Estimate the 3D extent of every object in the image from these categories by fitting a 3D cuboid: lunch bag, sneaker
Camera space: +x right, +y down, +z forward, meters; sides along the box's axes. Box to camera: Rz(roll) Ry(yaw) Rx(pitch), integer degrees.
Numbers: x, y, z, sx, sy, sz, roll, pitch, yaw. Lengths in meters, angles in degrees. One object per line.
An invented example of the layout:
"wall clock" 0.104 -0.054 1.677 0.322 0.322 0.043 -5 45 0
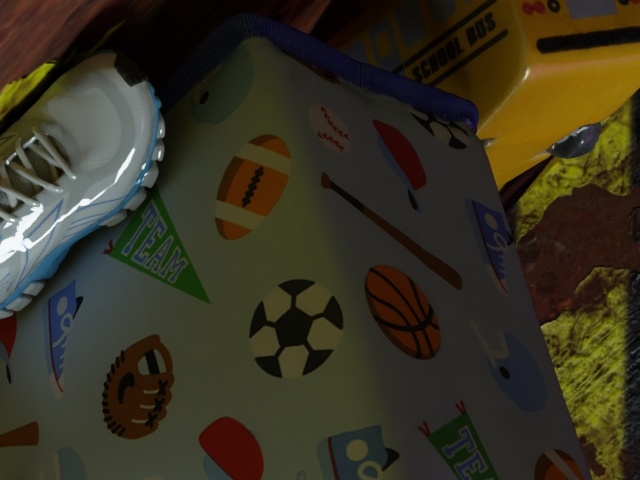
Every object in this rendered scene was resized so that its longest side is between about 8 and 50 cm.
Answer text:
"lunch bag" -0.059 0.130 1.024 0.385 0.328 0.239 -37 143 30
"sneaker" -0.149 -0.017 0.924 0.191 0.071 0.083 -48 164 31

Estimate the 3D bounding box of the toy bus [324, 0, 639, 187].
"toy bus" 0.071 -0.085 1.187 0.108 0.130 0.332 -11 168 -31
